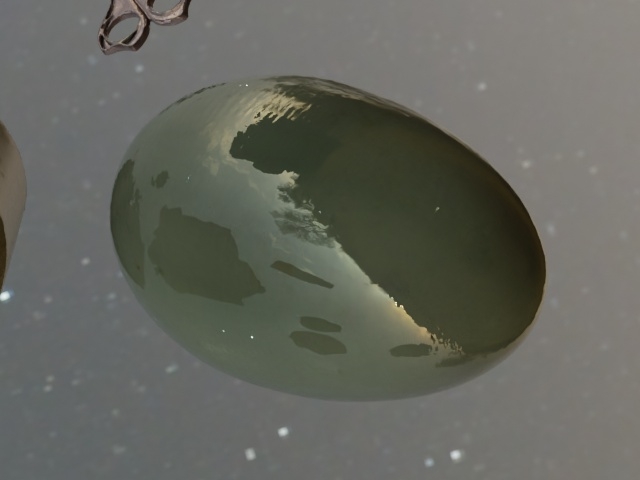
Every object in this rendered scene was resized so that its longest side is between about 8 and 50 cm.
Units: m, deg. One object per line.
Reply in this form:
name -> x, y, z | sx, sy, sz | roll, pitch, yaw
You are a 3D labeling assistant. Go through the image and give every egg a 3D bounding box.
egg -> 0.000, 0.000, 1.258 | 0.230, 0.371, 0.230 | -18, -64, -41

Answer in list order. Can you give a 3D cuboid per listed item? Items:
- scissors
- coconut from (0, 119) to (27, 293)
scissors -> -0.178, -0.231, 1.576 | 0.189, 0.100, 0.015 | 52, 177, 44
coconut -> -0.411, -0.012, 1.545 | 0.323, 0.323, 0.323 | 33, -134, -43
